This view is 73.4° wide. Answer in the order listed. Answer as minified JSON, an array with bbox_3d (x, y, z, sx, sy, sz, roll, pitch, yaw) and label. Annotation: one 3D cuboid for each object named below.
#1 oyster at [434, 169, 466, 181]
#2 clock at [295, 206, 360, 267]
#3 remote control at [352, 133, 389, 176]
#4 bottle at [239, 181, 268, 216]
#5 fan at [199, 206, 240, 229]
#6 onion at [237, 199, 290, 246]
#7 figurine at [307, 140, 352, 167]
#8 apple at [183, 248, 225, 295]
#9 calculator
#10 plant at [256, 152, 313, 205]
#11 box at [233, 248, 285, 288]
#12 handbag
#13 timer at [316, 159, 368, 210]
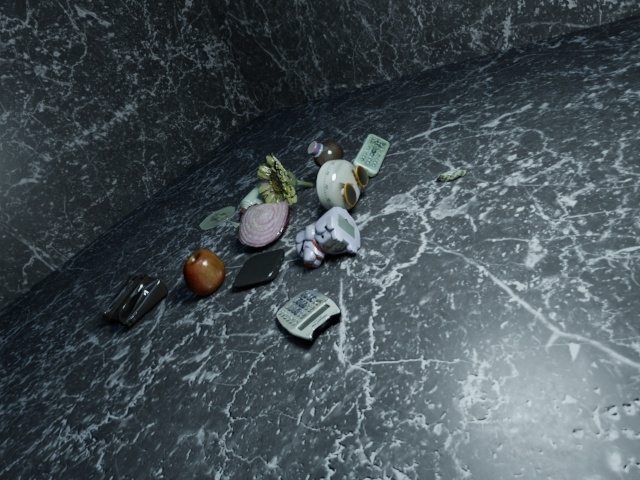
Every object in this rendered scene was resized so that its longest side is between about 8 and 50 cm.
[{"bbox_3d":[0.531,-0.264,1.768,0.098,0.037,0.100,-17,4,-19],"label":"oyster"},{"bbox_3d":[0.002,0.001,1.650,0.254,0.189,0.189,-27,26,27],"label":"clock"},{"bbox_3d":[0.259,-0.431,2.181,0.128,0.065,0.335,25,43,2],"label":"remote control"},{"bbox_3d":[-0.360,-0.213,2.340,0.104,0.104,0.245,-5,35,35],"label":"bottle"},{"bbox_3d":[-0.550,-0.121,2.439,0.233,0.012,0.415,-42,31,-23],"label":"fan"},{"bbox_3d":[-0.252,-0.055,2.007,0.250,0.111,0.247,-4,58,18],"label":"onion"},{"bbox_3d":[0.054,-0.383,2.101,0.158,0.275,0.161,-35,23,17],"label":"figurine"},{"bbox_3d":[-0.496,0.138,1.823,0.181,0.168,0.181,-21,35,16],"label":"apple"},{"bbox_3d":[-0.048,0.239,1.418,0.177,0.040,0.268,-37,30,-17],"label":"calculator"},{"bbox_3d":[-0.173,-0.289,2.164,0.297,0.305,0.261,-1,-1,-6],"label":"plant"},{"bbox_3d":[-0.252,0.116,1.782,0.201,0.042,0.212,-15,30,21],"label":"box"},{"bbox_3d":[-0.861,0.276,1.968,0.285,0.113,0.257,1,47,40],"label":"handbag"},{"bbox_3d":[0.064,-0.238,1.901,0.240,0.233,0.233,3,41,38],"label":"timer"}]
